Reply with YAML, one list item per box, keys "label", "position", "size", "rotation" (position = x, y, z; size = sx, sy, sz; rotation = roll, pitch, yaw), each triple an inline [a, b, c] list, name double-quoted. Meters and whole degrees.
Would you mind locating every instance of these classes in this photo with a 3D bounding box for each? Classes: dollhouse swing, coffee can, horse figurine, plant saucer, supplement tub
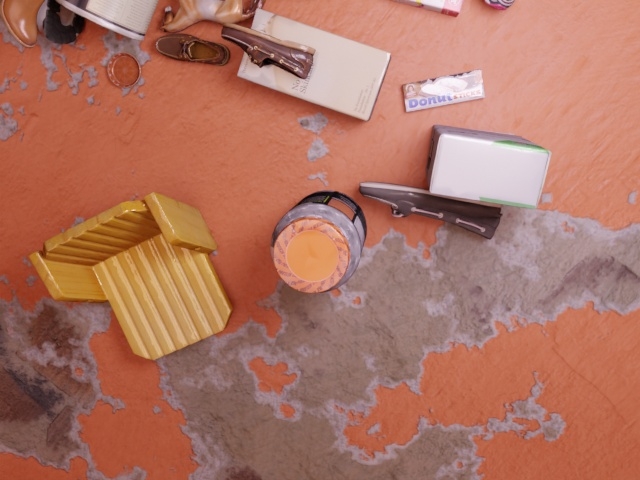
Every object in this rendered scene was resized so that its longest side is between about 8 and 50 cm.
- label: "dollhouse swing"
  position: [-0.428, 0.115, 1.467]
  size: [0.347, 0.315, 0.304]
  rotation: [-23, 77, 11]
- label: "coffee can"
  position: [-0.434, -0.611, 1.348]
  size: [0.202, 0.201, 0.275]
  rotation: [27, 104, 1]
- label: "horse figurine"
  position: [-0.239, -0.554, 1.402]
  size: [0.264, 0.066, 0.174]
  rotation: [10, 93, 8]
- label: "plant saucer"
  position: [-0.475, -0.413, 1.492]
  size: [0.084, 0.013, 0.083]
  rotation: [1, 101, 7]
- label: "supplement tub"
  position: [0.000, 0.000, 1.359]
  size: [0.194, 0.316, 0.193]
  rotation: [2, 102, 8]

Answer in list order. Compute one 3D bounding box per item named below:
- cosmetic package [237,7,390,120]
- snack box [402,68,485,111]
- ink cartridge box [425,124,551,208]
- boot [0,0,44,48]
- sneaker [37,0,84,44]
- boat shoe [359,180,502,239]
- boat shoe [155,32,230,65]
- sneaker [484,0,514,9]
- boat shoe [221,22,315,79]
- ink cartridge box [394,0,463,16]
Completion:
- label: "cosmetic package"
  position: [-0.011, -0.392, 1.384]
  size: [0.310, 0.113, 0.160]
  rotation: [18, 104, 3]
- label: "snack box"
  position: [0.280, -0.341, 1.401]
  size: [0.178, 0.022, 0.064]
  rotation: [-9, 102, 9]
- label: "ink cartridge box"
  position: [0.337, -0.165, 1.295]
  size: [0.211, 0.289, 0.121]
  rotation: [9, 106, 6]
- label: "boot"
  position: [-0.608, -0.524, 1.314]
  size: [0.153, 0.073, 0.197]
  rotation: [-6, 103, 21]
- label: "sneaker"
  position: [-0.647, -0.670, 1.400]
  size: [0.182, 0.158, 0.409]
  rotation: [13, 101, 13]
- label: "boat shoe"
  position: [0.250, -0.071, 1.416]
  size: [0.336, 0.112, 0.095]
  rotation: [9, 98, 2]
- label: "boat shoe"
  position: [-0.304, -0.450, 1.437]
  size: [0.178, 0.060, 0.064]
  rotation: [11, 103, 5]
- label: "sneaker"
  position: [0.410, -0.628, 1.256]
  size: [0.121, 0.112, 0.299]
  rotation: [6, 107, -29]
- label: "boat shoe"
  position: [-0.117, -0.401, 1.300]
  size: [0.207, 0.073, 0.073]
  rotation: [19, 102, 3]
- label: "ink cartridge box"
  position: [0.221, -0.572, 1.337]
  size: [0.198, 0.067, 0.115]
  rotation: [15, 103, 4]
